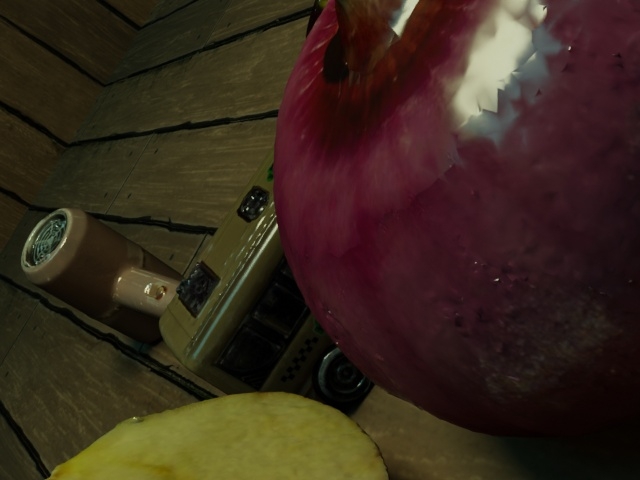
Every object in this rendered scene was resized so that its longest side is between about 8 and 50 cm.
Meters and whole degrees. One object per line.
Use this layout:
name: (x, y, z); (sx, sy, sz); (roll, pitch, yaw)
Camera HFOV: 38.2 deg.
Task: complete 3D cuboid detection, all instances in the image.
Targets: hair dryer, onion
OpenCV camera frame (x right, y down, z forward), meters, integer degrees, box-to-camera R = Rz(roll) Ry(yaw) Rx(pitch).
hair dryer: (-0.183, 0.056, 1.039); (0.344, 0.189, 0.106); (10, 68, 47)
onion: (0.100, -0.068, 0.511); (0.358, 0.345, 0.358); (14, 106, 62)

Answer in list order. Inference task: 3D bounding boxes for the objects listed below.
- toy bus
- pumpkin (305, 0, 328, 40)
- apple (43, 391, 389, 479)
toy bus: (0.000, 0.000, 0.764); (0.289, 0.157, 0.139); (-56, 25, 0)
pumpkin: (0.019, -0.203, 1.011); (0.149, 0.130, 0.254); (-41, 30, 28)
apple: (-0.095, 0.231, 0.555); (0.309, 0.252, 0.314); (-18, -28, -54)
